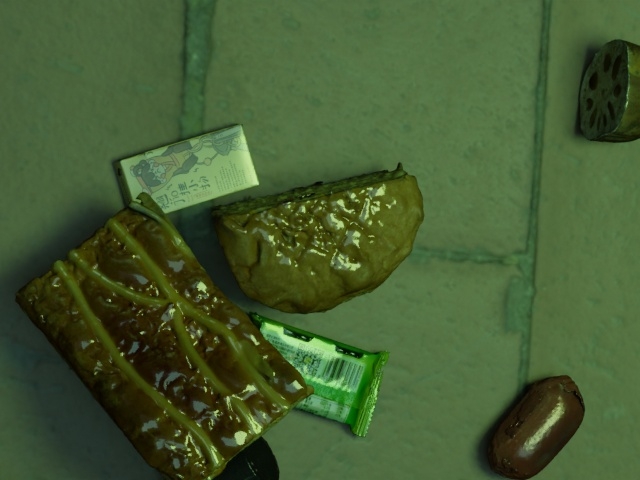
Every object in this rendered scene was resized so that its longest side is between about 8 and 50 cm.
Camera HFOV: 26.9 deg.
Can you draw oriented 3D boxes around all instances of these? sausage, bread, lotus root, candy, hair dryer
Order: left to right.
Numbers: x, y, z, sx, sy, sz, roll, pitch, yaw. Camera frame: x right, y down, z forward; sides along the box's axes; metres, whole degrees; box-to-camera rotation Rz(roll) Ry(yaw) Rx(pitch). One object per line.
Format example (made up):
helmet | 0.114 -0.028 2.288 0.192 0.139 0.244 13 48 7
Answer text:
bread | -0.162 0.112 1.390 0.185 0.114 0.274 -39 81 -7
hair dryer | -0.154 0.184 1.461 0.114 0.070 0.248 -30 88 12
candy | -0.015 0.150 1.511 0.178 0.032 0.102 19 91 -14
bread | 0.000 0.000 1.461 0.229 0.143 0.139 -13 106 -9
sausage | 0.252 0.220 1.558 0.141 0.076 0.076 -45 101 -8
lotus root | 0.354 -0.171 1.539 0.081 0.122 0.112 0 84 -15

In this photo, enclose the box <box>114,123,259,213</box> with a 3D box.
box | -0.146 -0.075 1.475 0.149 0.020 0.073 -19 97 -12
